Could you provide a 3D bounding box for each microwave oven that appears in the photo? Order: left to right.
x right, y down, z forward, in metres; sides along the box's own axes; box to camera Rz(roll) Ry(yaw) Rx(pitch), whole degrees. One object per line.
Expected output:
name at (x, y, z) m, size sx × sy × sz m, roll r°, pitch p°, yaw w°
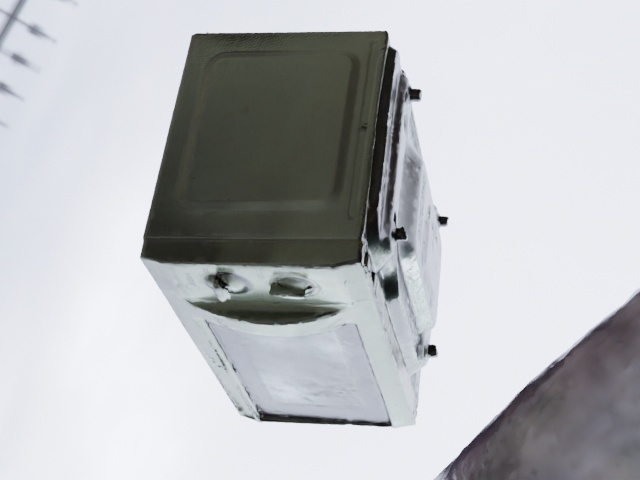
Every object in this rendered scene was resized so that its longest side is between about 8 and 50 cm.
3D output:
microwave oven at (0.000, 0.000, 0.706) m, size 0.129 × 0.205 × 0.163 m, roll 2°, pitch -119°, yaw 14°

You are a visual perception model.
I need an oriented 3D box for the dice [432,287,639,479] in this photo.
dice at (0.220, 0.142, 0.548) m, size 0.270 × 0.270 × 0.271 m, roll -42°, pitch 163°, yaw 9°
